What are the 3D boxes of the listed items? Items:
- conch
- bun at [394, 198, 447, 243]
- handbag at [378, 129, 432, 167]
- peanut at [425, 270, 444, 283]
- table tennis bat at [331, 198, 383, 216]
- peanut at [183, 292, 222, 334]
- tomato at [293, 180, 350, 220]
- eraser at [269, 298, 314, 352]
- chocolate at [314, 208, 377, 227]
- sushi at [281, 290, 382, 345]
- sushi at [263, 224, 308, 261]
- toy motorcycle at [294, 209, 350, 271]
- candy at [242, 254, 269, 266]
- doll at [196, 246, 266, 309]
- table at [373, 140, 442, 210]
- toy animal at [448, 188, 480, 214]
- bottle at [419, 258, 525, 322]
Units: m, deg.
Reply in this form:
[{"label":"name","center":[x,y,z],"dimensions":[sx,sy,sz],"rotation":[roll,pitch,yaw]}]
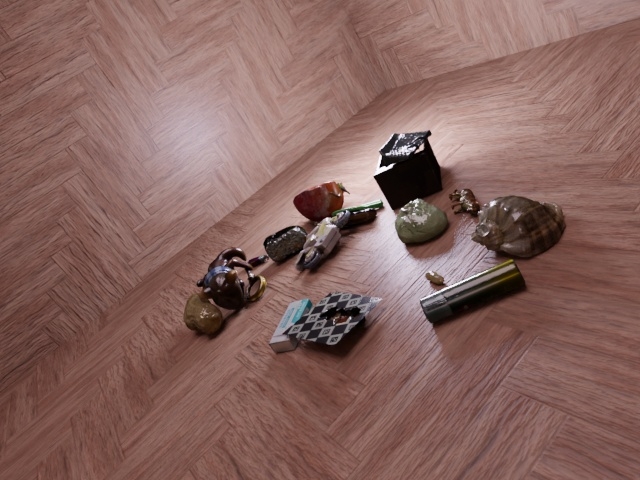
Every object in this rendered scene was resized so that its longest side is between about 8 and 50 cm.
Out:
[{"label":"conch","center":[0.599,-0.064,1.455],"dimensions":[0.291,0.159,0.210],"rotation":[-30,21,2]},{"label":"bun","center":[0.378,-0.083,1.831],"dimensions":[0.212,0.126,0.204],"rotation":[-13,31,37]},{"label":"handbag","center":[0.370,-0.406,2.068],"dimensions":[0.175,0.088,0.270],"rotation":[-4,33,38]},{"label":"peanut","center":[0.369,0.121,1.542],"dimensions":[0.037,0.037,0.083],"rotation":[-36,27,-7]},{"label":"table tennis bat","center":[0.178,-0.148,2.284],"dimensions":[0.257,0.039,0.160],"rotation":[-14,-5,16]},{"label":"peanut","center":[-0.536,0.343,2.150],"dimensions":[0.291,0.143,0.159],"rotation":[21,89,57]},{"label":"tomato","center":[0.005,-0.182,2.472],"dimensions":[0.309,0.170,0.309],"rotation":[-20,-12,-4]},{"label":"eraser","center":[-0.103,0.310,1.752],"dimensions":[0.095,0.052,0.225],"rotation":[-16,27,30]},{"label":"chocolate","center":[0.118,-0.093,2.266],"dimensions":[0.329,0.065,0.102],"rotation":[-13,-6,37]},{"label":"sushi","center":[0.048,0.275,1.619],"dimensions":[0.264,0.050,0.290],"rotation":[-38,21,-31]},{"label":"sushi","center":[-0.166,0.009,2.346],"dimensions":[0.225,0.136,0.126],"rotation":[-28,24,-8]},{"label":"toy motorcycle","center":[0.000,0.000,2.167],"dimensions":[0.223,0.108,0.340],"rotation":[-11,39,58]},{"label":"candy","center":[-0.340,0.109,2.483],"dimensions":[0.175,0.045,0.043],"rotation":[-20,39,29]},{"label":"doll","center":[-0.428,0.192,2.222],"dimensions":[0.318,0.209,0.340],"rotation":[-31,25,-2]},{"label":"table","center":[0.406,-0.322,2.190],"dimensions":[0.250,0.196,0.282],"rotation":[-23,24,25]},{"label":"toy animal","center":[0.555,-0.152,1.840],"dimensions":[0.099,0.057,0.241],"rotation":[-17,25,18]},{"label":"bottle","center":[0.426,0.146,1.352],"dimensions":[0.286,0.082,0.082],"rotation":[-26,23,15]}]
